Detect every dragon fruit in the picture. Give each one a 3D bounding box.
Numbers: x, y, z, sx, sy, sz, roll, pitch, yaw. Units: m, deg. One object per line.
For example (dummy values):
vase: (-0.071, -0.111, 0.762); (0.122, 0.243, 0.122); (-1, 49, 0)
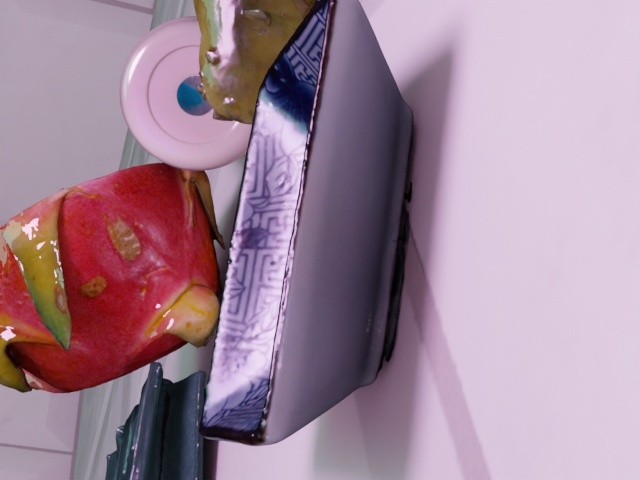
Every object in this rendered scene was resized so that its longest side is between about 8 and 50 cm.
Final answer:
dragon fruit: (-0.225, 0.058, 1.085); (0.189, 0.290, 0.290); (65, 159, 5)

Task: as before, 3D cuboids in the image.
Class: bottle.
bottle: (-0.125, -0.158, 1.089); (0.236, 0.147, 0.148); (-111, 34, -79)

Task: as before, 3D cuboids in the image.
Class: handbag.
handbag: (-0.183, 0.285, 1.082); (0.326, 0.089, 0.239); (122, 154, -58)

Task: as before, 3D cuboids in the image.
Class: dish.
dish: (0.000, 0.000, 0.598); (0.182, 0.080, 0.243); (151, 130, -71)

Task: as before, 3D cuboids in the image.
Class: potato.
potato: (-0.062, -0.215, 0.926); (0.090, 0.117, 0.226); (12, -102, -70)
